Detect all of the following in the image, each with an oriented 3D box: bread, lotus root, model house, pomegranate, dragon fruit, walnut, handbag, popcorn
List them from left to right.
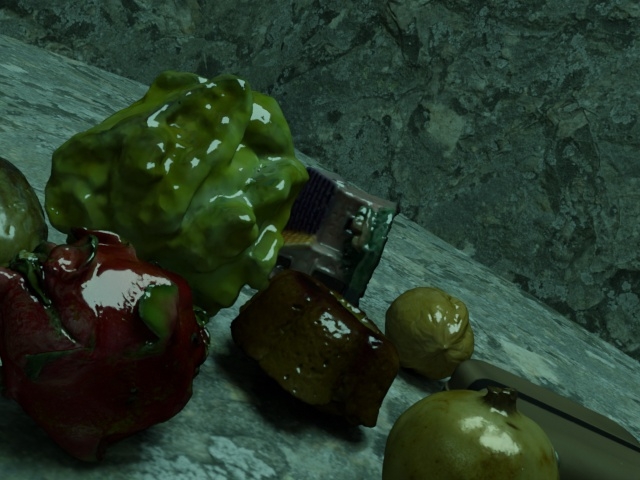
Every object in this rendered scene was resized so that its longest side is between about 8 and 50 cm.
[{"bbox_3d":[-0.387,-0.026,0.744,0.154,0.154,0.278,13,33,-46],"label":"lotus root"},{"bbox_3d":[-0.196,0.079,0.649,0.269,0.198,0.200,-52,123,-75],"label":"dragon fruit"},{"bbox_3d":[-0.164,-0.051,0.825,0.312,0.312,0.312,26,13,-6],"label":"popcorn"},{"bbox_3d":[-0.002,0.143,0.920,0.232,0.135,0.247,34,4,-36],"label":"bread"},{"bbox_3d":[0.000,0.000,1.288,0.237,0.237,0.202,24,19,5],"label":"model house"},{"bbox_3d":[0.193,0.163,1.199,0.159,0.159,0.206,26,8,-5],"label":"walnut"},{"bbox_3d":[0.161,0.238,0.723,0.196,0.196,0.196,26,13,-6],"label":"pomegranate"},{"bbox_3d":[0.301,0.302,0.879,0.302,0.149,0.283,27,14,-7],"label":"handbag"}]
